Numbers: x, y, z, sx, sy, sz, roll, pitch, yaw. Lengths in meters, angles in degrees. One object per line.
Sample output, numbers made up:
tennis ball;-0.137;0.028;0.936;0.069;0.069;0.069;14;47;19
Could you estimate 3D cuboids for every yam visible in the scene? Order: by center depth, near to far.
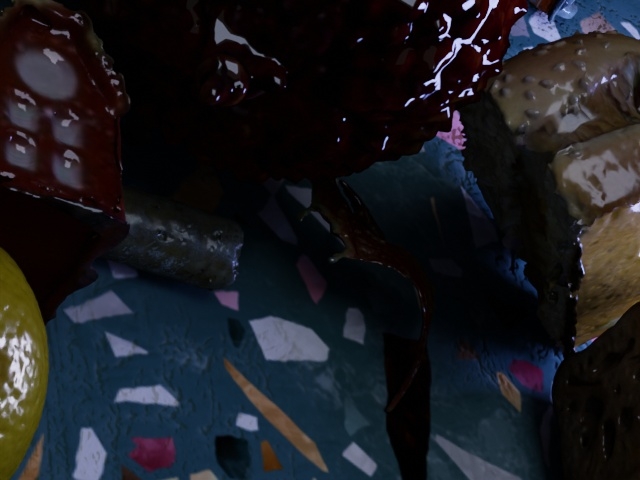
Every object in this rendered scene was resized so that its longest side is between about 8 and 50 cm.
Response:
yam;-0.160;-0.006;1.521;0.179;0.078;0.078;17;50;-29

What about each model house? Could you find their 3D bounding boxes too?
model house;-0.273;-0.084;1.399;0.160;0.196;0.254;14;51;-29

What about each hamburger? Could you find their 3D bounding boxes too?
hamburger;0.310;-0.077;1.682;0.287;0.445;0.268;-27;68;-4

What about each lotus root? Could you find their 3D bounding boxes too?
lotus root;0.389;0.205;1.657;0.250;0.316;0.316;21;48;-18

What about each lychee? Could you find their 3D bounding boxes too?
lychee;-0.022;-0.245;1.468;0.424;0.424;0.500;40;43;-8

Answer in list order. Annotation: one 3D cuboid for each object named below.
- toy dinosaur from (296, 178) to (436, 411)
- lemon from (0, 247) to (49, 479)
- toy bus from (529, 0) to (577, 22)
toy dinosaur;-0.006;-0.003;1.645;0.327;0.113;0.206;43;15;-21
lemon;-0.318;0.104;1.198;0.228;0.228;0.253;-1;85;-40
toy bus;0.357;-0.402;2.213;0.120;0.121;0.265;42;42;7
